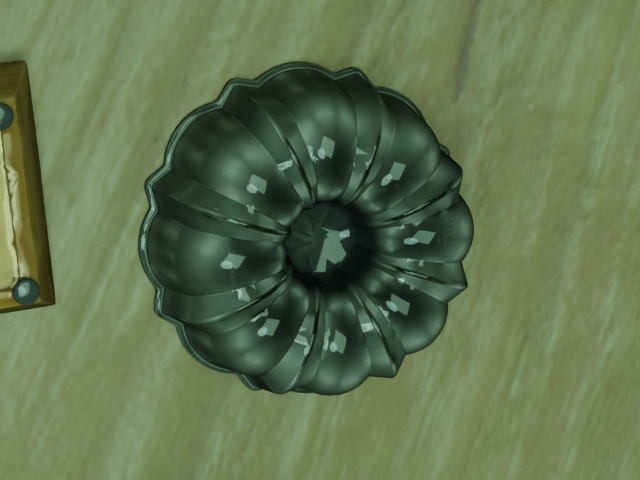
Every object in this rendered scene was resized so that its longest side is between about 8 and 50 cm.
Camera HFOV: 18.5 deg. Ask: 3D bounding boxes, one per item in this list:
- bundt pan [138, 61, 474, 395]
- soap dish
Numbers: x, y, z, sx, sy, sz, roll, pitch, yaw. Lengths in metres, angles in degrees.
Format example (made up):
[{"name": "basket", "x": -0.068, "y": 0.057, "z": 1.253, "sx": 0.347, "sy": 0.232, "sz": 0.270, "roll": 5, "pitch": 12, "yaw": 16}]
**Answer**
[{"name": "bundt pan", "x": 0.000, "y": 0.000, "z": 1.855, "sx": 0.330, "sy": 0.124, "sz": 0.331, "roll": -3, "pitch": 101, "yaw": -16}, {"name": "soap dish", "x": -0.383, "y": -0.026, "z": 1.729, "sx": 0.290, "sy": 0.118, "sz": 0.229, "roll": -9, "pitch": 103, "yaw": -17}]
